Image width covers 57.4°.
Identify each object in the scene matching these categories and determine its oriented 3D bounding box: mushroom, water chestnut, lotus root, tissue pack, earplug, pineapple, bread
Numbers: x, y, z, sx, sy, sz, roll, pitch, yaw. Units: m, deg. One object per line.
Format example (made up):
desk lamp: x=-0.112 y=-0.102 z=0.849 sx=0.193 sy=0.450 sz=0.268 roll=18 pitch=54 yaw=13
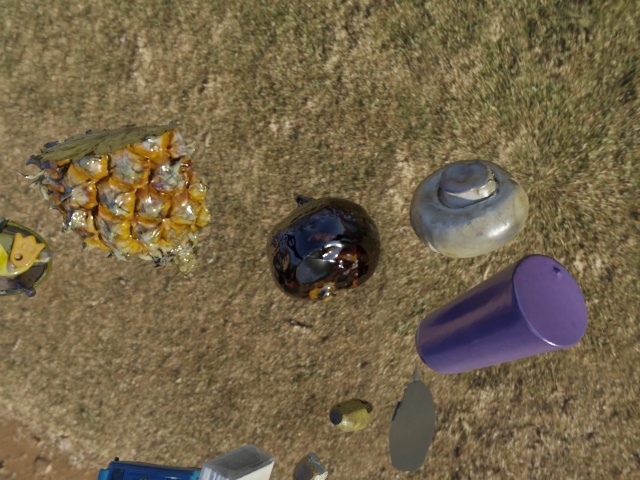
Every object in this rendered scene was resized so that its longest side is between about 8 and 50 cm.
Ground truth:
mushroom: x=0.301 y=-0.074 z=1.222 sx=0.255 sy=0.184 sz=0.254 roll=-13 pitch=53 yaw=18
water chestnut: x=0.000 y=0.000 z=1.702 sx=0.335 sy=0.335 sz=0.346 roll=-40 pitch=47 yaw=19
lotus root: x=0.099 y=0.591 z=1.976 sx=0.110 sy=0.258 sz=0.097 roll=33 pitch=97 yaw=30
tissue pack: x=-0.186 y=0.527 z=1.003 sx=0.071 sy=0.170 sz=0.325 roll=20 pitch=92 yaw=22
earplug: x=0.397 y=0.211 z=1.429 sx=0.215 sy=0.215 sz=0.456 roll=58 pitch=144 yaw=7
pineapple: x=-0.327 y=-0.026 z=0.942 sx=0.345 sy=0.209 sz=0.286 roll=10 pitch=124 yaw=48
bread: x=-0.046 y=0.841 z=2.100 sx=0.106 sy=0.082 sz=0.125 roll=43 pitch=115 yaw=29

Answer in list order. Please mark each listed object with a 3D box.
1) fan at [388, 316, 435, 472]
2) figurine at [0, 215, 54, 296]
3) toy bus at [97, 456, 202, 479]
fan: x=0.187 y=0.298 z=1.160 sx=0.010 sy=0.182 sz=0.309 roll=18 pitch=64 yaw=-16
figurine: x=-0.716 y=0.032 z=1.307 sx=0.215 sy=0.344 sz=0.187 roll=23 pitch=75 yaw=-21
toy bus: x=-0.368 y=0.553 z=1.299 sx=0.247 sy=0.134 sz=0.113 roll=0 pitch=65 yaw=17
